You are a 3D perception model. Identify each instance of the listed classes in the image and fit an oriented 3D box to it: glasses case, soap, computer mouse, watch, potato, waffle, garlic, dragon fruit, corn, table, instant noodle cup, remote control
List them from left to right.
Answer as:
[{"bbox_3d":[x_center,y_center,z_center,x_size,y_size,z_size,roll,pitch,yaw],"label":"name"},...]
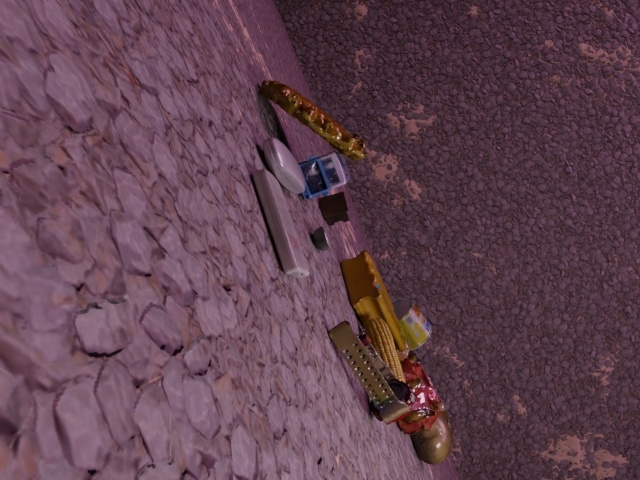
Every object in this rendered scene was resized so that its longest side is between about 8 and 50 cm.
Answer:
[{"bbox_3d":[-0.067,-0.029,0.818,0.087,0.029,0.189,38,32,-75],"label":"remote control"},{"bbox_3d":[-0.074,-0.153,1.019,0.197,0.050,0.076,40,30,-73],"label":"glasses case"},{"bbox_3d":[-0.015,-0.314,1.258,0.302,0.068,0.325,28,17,-30],"label":"waffle"},{"bbox_3d":[0.000,0.000,1.181,0.110,0.032,0.055,88,-17,-84],"label":"computer mouse"},{"bbox_3d":[0.046,-0.099,1.560,0.082,0.084,0.070,67,8,-67],"label":"table"},{"bbox_3d":[0.100,0.262,1.022,0.268,0.102,0.165,58,3,-11],"label":"watch"},{"bbox_3d":[0.170,0.205,1.531,0.204,0.096,0.324,-102,168,-47],"label":"soap"},{"bbox_3d":[0.168,0.313,1.300,0.248,0.081,0.081,-101,167,-51],"label":"corn"},{"bbox_3d":[0.267,0.393,1.761,0.074,0.094,0.113,-9,-67,57],"label":"garlic"},{"bbox_3d":[0.338,0.340,1.991,0.153,0.205,0.205,55,13,-22],"label":"instant noodle cup"},{"bbox_3d":[0.274,0.445,1.431,0.211,0.147,0.282,-74,144,-76],"label":"dragon fruit"},{"bbox_3d":[0.378,0.639,1.646,0.296,0.142,0.191,41,32,-78],"label":"potato"}]

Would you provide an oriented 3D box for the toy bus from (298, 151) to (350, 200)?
[{"bbox_3d":[0.007,-0.181,1.332,0.297,0.131,0.106,-62,131,-79],"label":"toy bus"}]
